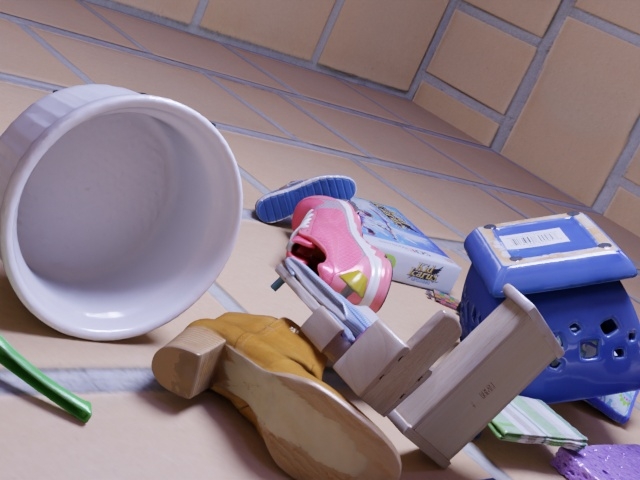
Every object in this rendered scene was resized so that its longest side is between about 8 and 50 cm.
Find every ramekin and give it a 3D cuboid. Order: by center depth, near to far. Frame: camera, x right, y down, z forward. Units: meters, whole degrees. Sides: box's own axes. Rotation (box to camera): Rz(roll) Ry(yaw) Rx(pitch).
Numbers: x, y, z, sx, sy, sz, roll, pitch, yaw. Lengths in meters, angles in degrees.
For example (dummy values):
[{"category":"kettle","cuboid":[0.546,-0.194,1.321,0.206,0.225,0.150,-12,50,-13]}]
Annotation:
[{"category":"ramekin","cuboid":[-0.238,-0.040,1.120,0.277,0.277,0.135,11,13,-39]}]

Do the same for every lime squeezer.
[{"category":"lime squeezer","cuboid":[-0.363,0.096,0.917,0.310,0.059,0.110,18,48,-27]}]

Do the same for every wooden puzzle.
[{"category":"wooden puzzle","cuboid":[0.223,0.106,1.778,0.083,0.006,0.049,23,16,-4]}]

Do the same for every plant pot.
[{"category":"plant pot","cuboid":[0.329,0.090,1.465,0.236,0.212,0.236,-8,22,-1]}]

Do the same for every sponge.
[{"category":"sponge","cuboid":[0.412,0.319,1.343,0.210,0.031,0.117,9,21,-42]}]

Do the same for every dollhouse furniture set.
[{"category":"dollhouse furniture set","cuboid":[0.084,0.065,1.178,0.303,0.198,0.286,45,-2,39]}]

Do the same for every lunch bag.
[{"category":"lunch bag","cuboid":[0.438,0.210,1.610,0.128,0.096,0.151,31,35,-6]}]

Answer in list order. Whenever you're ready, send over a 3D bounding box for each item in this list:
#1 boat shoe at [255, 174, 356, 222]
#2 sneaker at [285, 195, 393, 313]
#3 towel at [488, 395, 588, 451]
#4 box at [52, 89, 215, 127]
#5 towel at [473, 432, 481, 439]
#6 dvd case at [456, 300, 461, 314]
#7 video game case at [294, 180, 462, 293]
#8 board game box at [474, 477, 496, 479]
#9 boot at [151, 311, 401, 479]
[{"category":"boat shoe","cuboid":[-0.029,-0.083,1.780,0.183,0.066,0.066,-12,18,-7]},{"category":"sneaker","cuboid":[0.000,0.000,1.599,0.136,0.116,0.314,14,19,-28]},{"category":"towel","cuboid":[0.260,0.234,1.309,0.152,0.023,0.113,12,16,-32]},{"category":"box","cuboid":[-0.290,-0.121,1.471,0.142,0.163,0.247,26,16,17]},{"category":"towel","cuboid":[0.176,0.216,1.325,0.067,0.029,0.119,23,16,-9]},{"category":"dvd case","cuboid":[0.370,0.163,1.776,0.179,0.030,0.238,37,21,35]},{"category":"video game case","cuboid":[0.094,-0.010,1.860,0.244,0.061,0.269,15,19,-32]},{"category":"board game box","cuboid":[0.151,0.308,0.979,0.243,0.042,0.165,7,24,-47]},{"category":"boot","cuboid":[-0.021,0.157,1.097,0.295,0.104,0.211,25,16,16]}]
